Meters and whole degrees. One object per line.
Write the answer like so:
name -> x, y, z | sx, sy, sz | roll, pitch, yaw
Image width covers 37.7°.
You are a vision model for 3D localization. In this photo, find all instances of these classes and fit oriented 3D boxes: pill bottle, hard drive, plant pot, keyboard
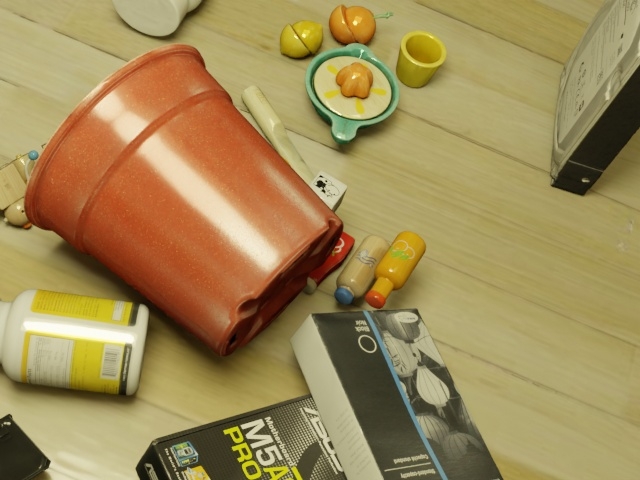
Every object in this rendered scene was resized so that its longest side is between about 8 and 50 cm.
pill bottle -> -0.285, 0.108, 1.027 | 0.184, 0.103, 0.103 | 9, 59, -9
pill bottle -> -0.204, -0.401, 1.334 | 0.121, 0.121, 0.221 | 22, 57, -1
hard drive -> 0.409, -0.248, 1.267 | 0.064, 0.339, 0.237 | 17, 59, -4
plant pot -> -0.135, -0.030, 1.048 | 0.265, 0.272, 0.272 | 42, 60, 10
keyboard -> -0.374, 0.239, 0.939 | 0.108, 0.023, 0.180 | 39, 45, 23

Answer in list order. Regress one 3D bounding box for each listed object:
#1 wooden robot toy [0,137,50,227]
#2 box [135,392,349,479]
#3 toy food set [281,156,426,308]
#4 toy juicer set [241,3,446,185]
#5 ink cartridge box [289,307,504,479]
wooden robot toy -> -0.371, -0.054, 1.138 | 0.173, 0.076, 0.079 | -38, 110, -29
box -> -0.035, 0.302, 0.952 | 0.216, 0.060, 0.270 | -9, 57, -39
toy food set -> 0.000, 0.000, 1.155 | 0.232, 0.111, 0.104 | 32, 58, 6
toy juicer set -> 0.013, -0.231, 1.307 | 0.209, 0.089, 0.329 | 39, 59, 10
ink cartridge box -> 0.099, 0.225, 1.028 | 0.165, 0.065, 0.333 | 0, 52, -36
